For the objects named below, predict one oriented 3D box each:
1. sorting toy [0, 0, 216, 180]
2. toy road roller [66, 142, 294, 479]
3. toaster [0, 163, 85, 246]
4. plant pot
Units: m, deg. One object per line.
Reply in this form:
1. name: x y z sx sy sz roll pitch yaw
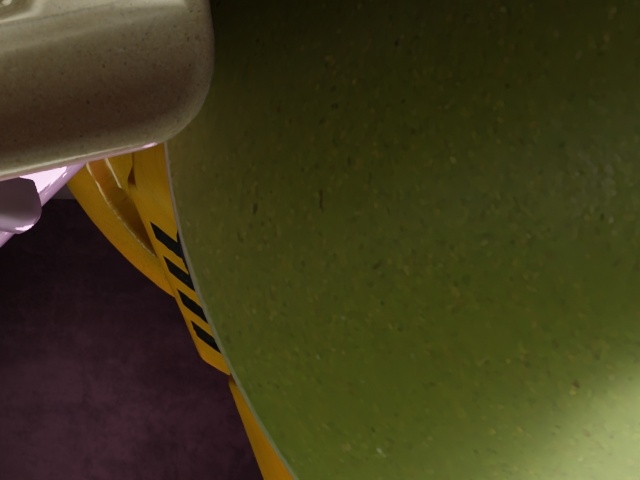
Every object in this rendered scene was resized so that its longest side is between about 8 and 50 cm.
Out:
1. sorting toy: -0.086 -0.100 0.334 0.307 0.041 0.229 -13 138 -6
2. toy road roller: 0.000 0.000 1.040 0.240 0.202 0.330 28 150 37
3. toaster: -0.137 -0.084 0.498 0.146 0.227 0.129 -34 156 26
4. plant pot: 0.154 -0.054 0.457 0.274 0.275 0.293 7 159 -35
